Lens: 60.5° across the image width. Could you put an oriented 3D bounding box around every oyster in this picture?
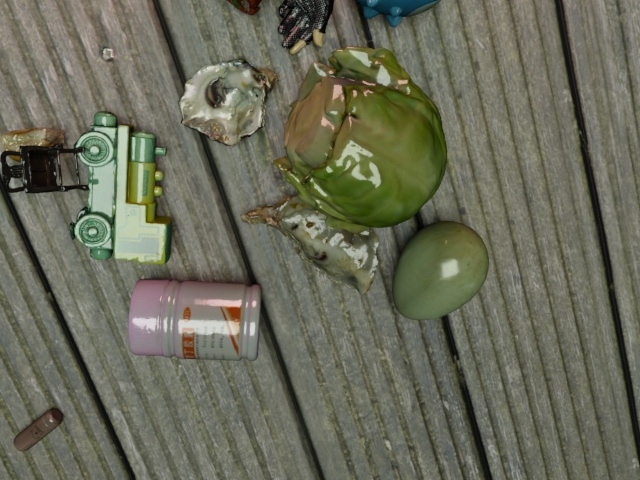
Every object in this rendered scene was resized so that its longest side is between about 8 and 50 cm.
[{"bbox_3d":[-0.232,-0.348,1.360,0.223,0.083,0.214,18,97,-2],"label":"oyster"},{"bbox_3d":[0.003,-0.028,1.452,0.396,0.111,0.204,34,81,-10],"label":"oyster"}]

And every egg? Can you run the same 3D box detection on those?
[{"bbox_3d":[0.302,0.087,1.428,0.218,0.218,0.295,32,107,-10],"label":"egg"}]

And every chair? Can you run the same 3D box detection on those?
[{"bbox_3d":[-0.650,-0.157,1.233,0.229,0.113,0.106,-2,96,9],"label":"chair"}]

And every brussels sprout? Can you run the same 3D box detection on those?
[{"bbox_3d":[0.117,-0.216,1.288,0.361,0.425,0.342,23,146,-30],"label":"brussels sprout"}]

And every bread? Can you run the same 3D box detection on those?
[{"bbox_3d":[-0.701,-0.232,1.339,0.125,0.106,0.082,-9,103,0],"label":"bread"}]

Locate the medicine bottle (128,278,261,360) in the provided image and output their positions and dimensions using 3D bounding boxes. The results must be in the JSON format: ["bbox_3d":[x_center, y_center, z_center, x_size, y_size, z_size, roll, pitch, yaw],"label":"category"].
[{"bbox_3d":[-0.314,0.205,1.418,0.316,0.202,0.202,3,102,-4],"label":"medicine bottle"}]

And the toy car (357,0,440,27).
[{"bbox_3d":[0.170,-0.604,1.279,0.255,0.188,0.190,15,111,-12],"label":"toy car"}]

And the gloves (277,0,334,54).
[{"bbox_3d":[-0.037,-0.542,1.334,0.129,0.106,0.180,23,129,-8],"label":"gloves"}]

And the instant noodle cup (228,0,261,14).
[{"bbox_3d":[-0.166,-0.664,1.220,0.192,0.250,0.250,-44,102,-2],"label":"instant noodle cup"}]

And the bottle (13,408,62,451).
[{"bbox_3d":[-0.787,0.529,1.531,0.140,0.053,0.053,-38,103,4],"label":"bottle"}]

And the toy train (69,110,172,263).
[{"bbox_3d":[-0.486,-0.129,1.364,0.237,0.150,0.369,3,103,-14],"label":"toy train"}]
